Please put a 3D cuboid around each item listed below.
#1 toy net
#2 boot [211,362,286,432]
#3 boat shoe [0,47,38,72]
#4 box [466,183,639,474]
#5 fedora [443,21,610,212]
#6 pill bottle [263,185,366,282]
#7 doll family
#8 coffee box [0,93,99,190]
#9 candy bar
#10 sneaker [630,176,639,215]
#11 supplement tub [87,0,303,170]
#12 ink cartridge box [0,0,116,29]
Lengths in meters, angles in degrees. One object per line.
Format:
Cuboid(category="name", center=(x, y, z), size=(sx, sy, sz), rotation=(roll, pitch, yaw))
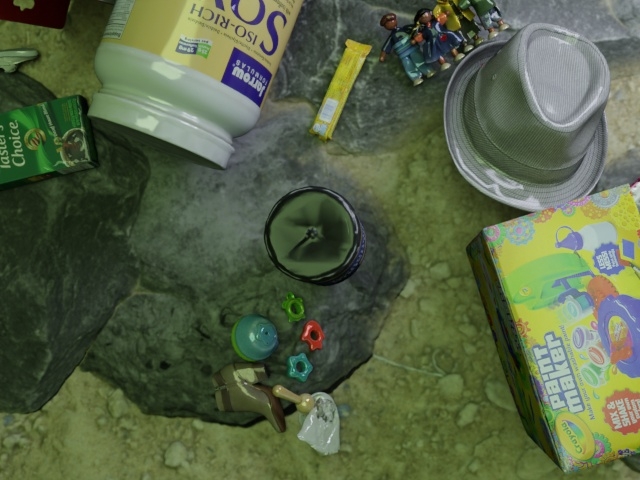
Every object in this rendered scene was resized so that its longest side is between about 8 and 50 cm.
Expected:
Cuboid(category="toy net", center=(-0.030, 0.198, 1.189), size=(0.122, 0.045, 0.232), rotation=(-29, 92, -38))
Cuboid(category="boot", center=(-0.108, 0.234, 1.203), size=(0.087, 0.042, 0.118), rotation=(-19, 82, 11))
Cuboid(category="boat shoe", center=(-0.489, -0.281, 1.291), size=(0.100, 0.035, 0.035), rotation=(-6, 112, 2))
Cuboid(category="box", center=(0.319, 0.108, 1.045), size=(0.177, 0.279, 0.289), rotation=(-17, 84, 5))
Cuboid(category="fedora", center=(0.297, -0.186, 1.098), size=(0.244, 0.124, 0.275), rotation=(25, 59, -1))
Cuboid(category="pill bottle", center=(0.000, 0.000, 1.117), size=(0.123, 0.219, 0.122), rotation=(-1, 86, 6))
Cuboid(category="doll family", center=(0.172, -0.313, 1.197), size=(0.193, 0.076, 0.111), rotation=(-35, 102, -3))
Cuboid(category="coffee box", center=(-0.442, -0.148, 1.267), size=(0.184, 0.040, 0.113), rotation=(-12, 84, 5))
Cuboid(category="candy bar", center=(0.028, -0.225, 1.235), size=(0.040, 0.018, 0.161), rotation=(23, 88, 11))
Cuboid(category="sneaker", center=(0.493, -0.078, 1.152), size=(0.170, 0.063, 0.075), rotation=(-43, 82, 6))
Cuboid(category="supplement tub", center=(-0.170, -0.288, 1.150), size=(0.241, 0.241, 0.331), rotation=(20, 88, 7))
Cuboid(category="ink cartridge box", center=(-0.325, -0.408, 1.128), size=(0.130, 0.309, 0.271), rotation=(21, 103, 3))
